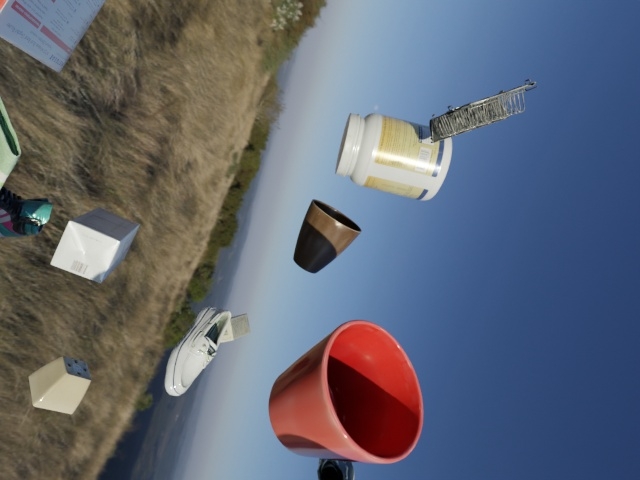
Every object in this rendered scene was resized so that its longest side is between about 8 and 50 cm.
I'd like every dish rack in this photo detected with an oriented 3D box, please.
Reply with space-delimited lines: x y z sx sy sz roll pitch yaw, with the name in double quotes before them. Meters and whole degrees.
"dish rack" 0.384 -0.308 0.979 0.271 0.208 0.074 -76 147 -80

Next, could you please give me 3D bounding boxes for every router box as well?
"router box" -0.456 -0.466 0.694 0.301 0.082 0.335 -57 -159 0

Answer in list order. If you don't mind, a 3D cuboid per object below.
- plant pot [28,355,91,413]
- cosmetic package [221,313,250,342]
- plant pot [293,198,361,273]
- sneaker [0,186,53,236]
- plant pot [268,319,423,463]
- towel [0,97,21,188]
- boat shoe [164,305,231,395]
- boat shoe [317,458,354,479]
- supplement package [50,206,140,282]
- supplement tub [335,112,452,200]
"plant pot" -0.669 0.367 1.056 0.096 0.109 0.109 -47 -132 -6
"cosmetic package" -0.240 0.241 1.123 0.115 0.041 0.060 18 60 -76
"plant pot" 0.000 0.000 1.505 0.230 0.215 0.215 -57 -165 14
"sneaker" -0.909 -0.108 1.207 0.295 0.178 0.124 111 -25 -53
"plant pot" 0.036 0.335 0.854 0.243 0.275 0.275 -36 -147 38
"towel" -0.685 -0.157 0.797 0.325 0.248 0.038 -38 164 28
"boat shoe" -0.274 0.242 0.925 0.226 0.076 0.083 -76 152 -41
"boat shoe" 0.046 0.728 1.269 0.319 0.116 0.099 -93 174 -77
"supplement package" -0.646 0.005 1.187 0.134 0.139 0.244 -62 -164 7
"supplement tub" 0.220 -0.265 1.267 0.228 0.316 0.228 -167 -90 -86
